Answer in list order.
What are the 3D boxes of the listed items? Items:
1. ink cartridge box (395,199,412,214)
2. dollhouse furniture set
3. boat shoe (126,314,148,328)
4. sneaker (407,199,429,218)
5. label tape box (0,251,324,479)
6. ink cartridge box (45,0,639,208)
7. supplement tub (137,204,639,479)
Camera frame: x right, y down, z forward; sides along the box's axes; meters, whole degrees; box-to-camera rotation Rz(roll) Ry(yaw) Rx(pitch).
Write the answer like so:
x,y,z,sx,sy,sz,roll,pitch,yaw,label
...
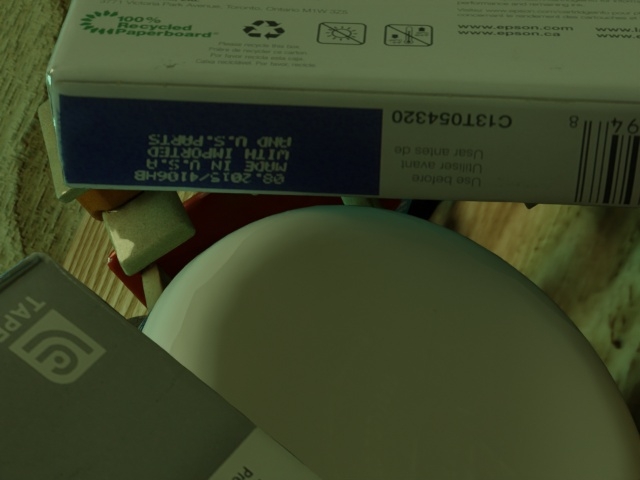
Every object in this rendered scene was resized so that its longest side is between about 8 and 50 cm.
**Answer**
x,y,z,sx,sy,sz,roll,pitch,yaw,label
-0.023,0.047,1.120,0.139,0.082,0.191,-31,-38,-63,ink cartridge box
0.010,-0.034,0.942,0.259,0.262,0.135,-32,39,6,dollhouse furniture set
-0.161,0.195,1.226,0.355,0.132,0.130,-49,-21,-52,boat shoe
0.000,0.000,1.250,0.130,0.109,0.286,-96,29,-46,sneaker
-0.026,0.205,0.580,0.115,0.347,0.249,-47,-8,-43,label tape box
0.061,-0.133,0.824,0.330,0.324,0.071,-83,-6,-54,ink cartridge box
-0.028,0.159,0.798,0.325,0.235,0.235,-50,21,47,supplement tub
